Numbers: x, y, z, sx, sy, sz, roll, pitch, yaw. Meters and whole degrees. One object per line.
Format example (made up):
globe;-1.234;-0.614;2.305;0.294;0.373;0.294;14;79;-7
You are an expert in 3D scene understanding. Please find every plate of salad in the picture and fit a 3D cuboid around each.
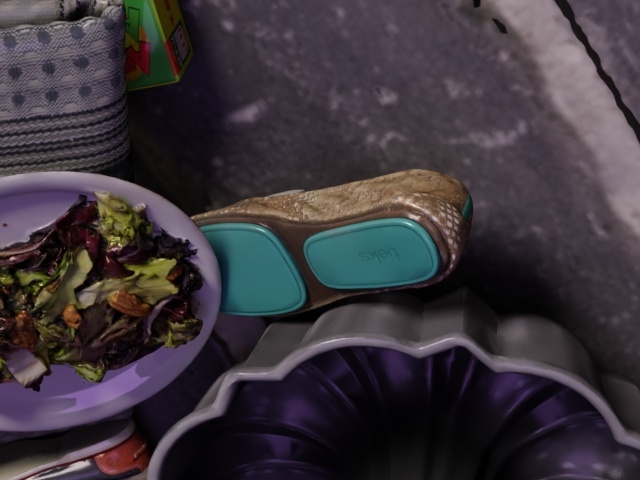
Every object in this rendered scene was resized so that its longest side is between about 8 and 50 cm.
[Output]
plate of salad;-0.151;0.044;0.938;0.200;0.048;0.200;-8;133;-9

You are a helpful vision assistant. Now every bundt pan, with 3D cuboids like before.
bundt pan;0.059;0.165;1.008;0.331;0.124;0.330;3;119;6

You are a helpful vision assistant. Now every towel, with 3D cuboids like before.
towel;-0.264;0.004;0.940;0.324;0.056;0.312;-7;133;-11

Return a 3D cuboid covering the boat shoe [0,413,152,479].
boat shoe;-0.171;0.148;1.080;0.137;0.049;0.043;-19;116;12

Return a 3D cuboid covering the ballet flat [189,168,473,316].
ballet flat;0.000;0.000;0.954;0.206;0.067;0.073;-4;119;37

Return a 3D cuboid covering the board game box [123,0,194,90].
board game box;-0.170;-0.120;0.936;0.181;0.043;0.092;-9;117;14
